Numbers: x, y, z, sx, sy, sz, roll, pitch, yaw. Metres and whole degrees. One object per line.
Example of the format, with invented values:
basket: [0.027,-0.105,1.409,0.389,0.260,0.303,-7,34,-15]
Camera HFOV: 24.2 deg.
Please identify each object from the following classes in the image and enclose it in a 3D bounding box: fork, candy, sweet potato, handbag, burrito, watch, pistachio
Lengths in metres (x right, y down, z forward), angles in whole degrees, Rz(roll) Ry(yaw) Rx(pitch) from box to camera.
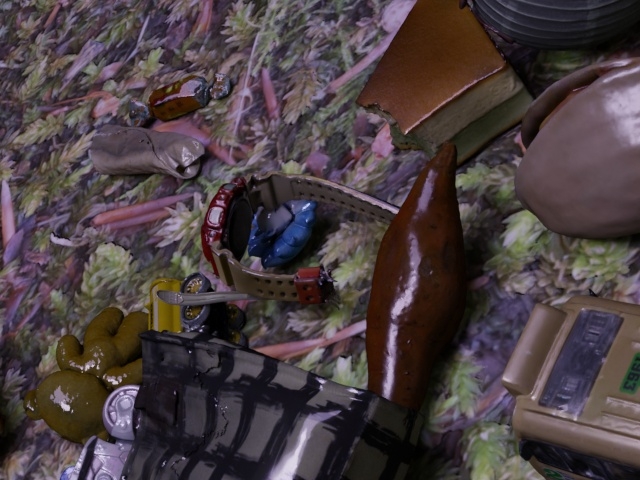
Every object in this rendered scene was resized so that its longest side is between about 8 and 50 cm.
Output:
fork: [-0.086,0.062,1.776,0.219,0.028,0.034,2,52,-4]
candy: [-0.214,-0.207,2.182,0.182,0.046,0.053,-21,48,23]
sweet potato: [0.107,0.064,1.653,0.112,0.112,0.359,5,80,42]
handbag: [-0.096,0.271,1.565,0.327,0.162,0.325,16,79,38]
burrito: [-0.254,-0.126,2.137,0.226,0.060,0.087,8,58,44]
watch: [-0.009,0.002,1.753,0.268,0.102,0.165,17,56,23]
pistachio: [0.321,-0.102,1.547,0.288,0.197,0.166,-23,40,38]

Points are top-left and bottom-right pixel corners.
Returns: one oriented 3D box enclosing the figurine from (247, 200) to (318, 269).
figurine: [-0.054,-0.011,1.865,0.114,0.079,0.114,-17,48,20]

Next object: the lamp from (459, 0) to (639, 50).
lamp: [0.291,-0.332,1.745,0.265,0.233,0.233,-45,39,-18]

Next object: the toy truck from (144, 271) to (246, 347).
toy truck: [-0.158,0.140,1.815,0.114,0.098,0.227,-26,43,19]

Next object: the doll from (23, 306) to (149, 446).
doll: [-0.283,0.175,1.913,0.137,0.097,0.209,21,51,14]

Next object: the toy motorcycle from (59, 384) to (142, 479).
toy motorcycle: [-0.247,0.293,1.775,0.112,0.112,0.254,2,60,40]

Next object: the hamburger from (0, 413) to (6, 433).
hamburger: [-0.547,0.190,1.950,0.179,0.294,0.276,-33,31,-11]

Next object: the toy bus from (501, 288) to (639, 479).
toy bus: [0.344,0.162,1.309,0.365,0.202,0.177,9,65,44]

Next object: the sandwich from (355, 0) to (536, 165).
sandwich: [0.138,-0.202,1.843,0.186,0.108,0.220,-34,44,11]
